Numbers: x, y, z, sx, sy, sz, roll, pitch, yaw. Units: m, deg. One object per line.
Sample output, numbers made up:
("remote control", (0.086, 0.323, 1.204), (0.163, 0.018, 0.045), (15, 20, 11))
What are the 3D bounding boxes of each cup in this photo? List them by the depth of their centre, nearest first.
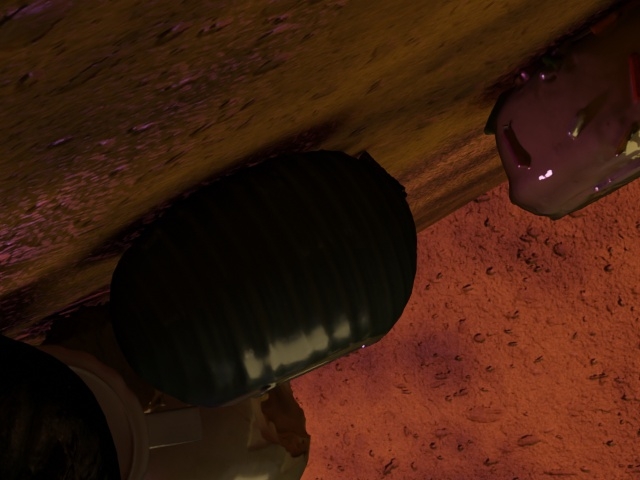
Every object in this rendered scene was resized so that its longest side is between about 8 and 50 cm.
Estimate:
("cup", (-0.208, 0.145, 1.193), (0.221, 0.167, 0.202), (-38, -172, -23))

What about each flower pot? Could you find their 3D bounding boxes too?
("flower pot", (-0.040, 0.030, 1.176), (0.243, 0.157, 0.189), (-22, 176, -14))

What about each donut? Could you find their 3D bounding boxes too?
("donut", (0.315, -0.145, 1.531), (0.307, 0.150, 0.371), (-26, 174, -39))

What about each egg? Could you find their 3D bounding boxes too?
("egg", (-0.184, 0.234, 1.765), (0.336, 0.278, 0.278), (-28, 176, 20))

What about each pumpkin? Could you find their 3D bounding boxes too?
("pumpkin", (-0.233, 0.152, 0.956), (0.233, 0.163, 0.233), (-6, 135, -6))

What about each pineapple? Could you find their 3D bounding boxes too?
("pineapple", (-0.208, 0.121, 1.453), (0.128, 0.128, 0.248), (-29, -178, -11))

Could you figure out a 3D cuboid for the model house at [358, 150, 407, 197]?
("model house", (-0.007, -0.007, 1.398), (0.164, 0.141, 0.203), (-57, -176, 29))
